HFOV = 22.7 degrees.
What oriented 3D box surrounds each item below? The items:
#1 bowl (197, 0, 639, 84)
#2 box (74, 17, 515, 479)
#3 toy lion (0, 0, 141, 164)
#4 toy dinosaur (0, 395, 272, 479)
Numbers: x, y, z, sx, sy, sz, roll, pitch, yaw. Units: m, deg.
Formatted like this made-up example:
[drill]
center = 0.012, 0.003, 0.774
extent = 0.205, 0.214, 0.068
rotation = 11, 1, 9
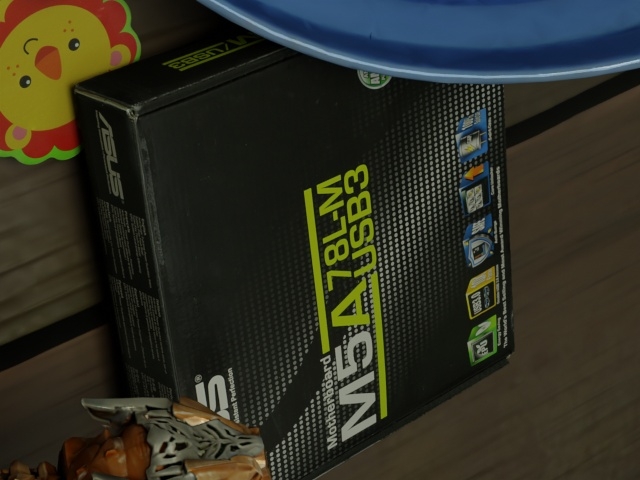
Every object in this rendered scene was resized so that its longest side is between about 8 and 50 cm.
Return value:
[bowl]
center = 0.073, -0.238, 0.502
extent = 0.391, 0.077, 0.391
rotation = -6, 124, -9
[box]
center = 0.000, 0.000, 0.645
extent = 0.184, 0.045, 0.190
rotation = -26, 123, -36
[toy lion]
center = -0.112, -0.064, 0.558
extent = 0.100, 0.034, 0.096
rotation = -35, 132, -21
[toy dinosaur]
center = -0.164, 0.148, 0.525
extent = 0.164, 0.322, 0.218
rotation = -79, 157, -50
